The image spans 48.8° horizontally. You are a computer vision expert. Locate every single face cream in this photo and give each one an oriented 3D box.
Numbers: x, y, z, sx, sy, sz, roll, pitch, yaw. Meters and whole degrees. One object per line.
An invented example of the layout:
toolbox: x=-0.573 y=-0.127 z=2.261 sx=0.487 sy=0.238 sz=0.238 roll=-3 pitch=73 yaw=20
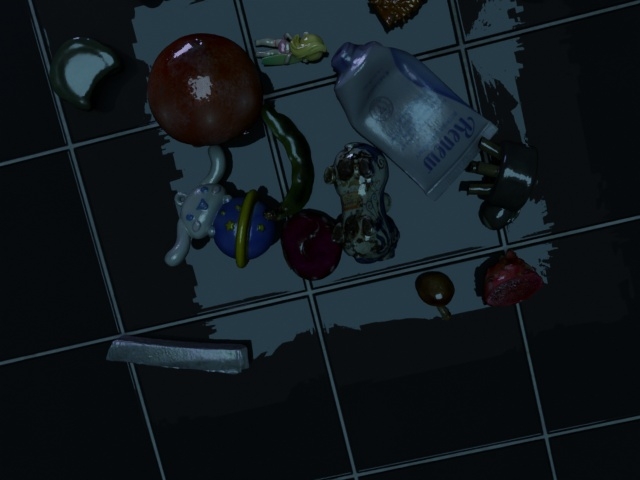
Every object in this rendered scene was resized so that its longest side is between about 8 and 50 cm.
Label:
face cream: x=0.198 y=-0.311 z=1.684 sx=0.420 sy=0.137 sz=0.235 roll=39 pitch=96 yaw=-14

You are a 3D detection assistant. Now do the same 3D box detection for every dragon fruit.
dragon fruit: x=0.449 y=0.084 z=1.717 sx=0.153 sy=0.153 sz=0.111 roll=-18 pitch=53 yaw=5

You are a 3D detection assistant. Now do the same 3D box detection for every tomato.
tomato: x=-0.264 y=-0.348 z=1.608 sx=0.265 sy=0.265 sz=0.265 roll=0 pitch=97 yaw=3

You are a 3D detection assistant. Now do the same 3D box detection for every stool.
stool: x=0.419 y=-0.135 z=1.655 sx=0.139 sy=0.153 sz=0.228 roll=13 pitch=98 yaw=1

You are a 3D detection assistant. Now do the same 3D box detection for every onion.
onion: x=0.000 y=0.003 z=1.708 sx=0.198 sy=0.135 sz=0.173 roll=-30 pitch=100 yaw=3

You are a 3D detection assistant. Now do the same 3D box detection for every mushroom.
mushroom: x=0.297 y=0.138 z=1.740 sx=0.088 sy=0.073 sz=0.129 roll=-36 pitch=99 yaw=-27

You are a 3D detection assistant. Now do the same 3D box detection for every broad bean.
broad bean: x=-0.080 y=-0.185 z=1.703 sx=0.144 sy=0.049 sz=0.292 roll=6 pitch=77 yaw=-34

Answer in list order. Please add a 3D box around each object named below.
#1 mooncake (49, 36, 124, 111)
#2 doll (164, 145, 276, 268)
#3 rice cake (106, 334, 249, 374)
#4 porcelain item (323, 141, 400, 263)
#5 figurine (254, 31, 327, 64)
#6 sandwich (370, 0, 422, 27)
mooncake: x=-0.558 y=-0.401 z=1.705 sx=0.175 sy=0.104 sz=0.168 roll=-20 pitch=92 yaw=3
doll: x=-0.223 y=-0.075 z=1.719 sx=0.242 sy=0.159 sz=0.311 roll=2 pitch=78 yaw=16
rice cake: x=-0.361 y=0.291 z=1.803 sx=0.365 sy=0.056 sz=0.073 roll=4 pitch=103 yaw=3
porcelain item: x=0.117 y=-0.088 z=1.678 sx=0.138 sy=0.186 sz=0.288 roll=-12 pitch=80 yaw=37
figurine: x=-0.072 y=-0.458 z=1.688 sx=0.187 sy=0.083 sz=0.083 roll=5 pitch=98 yaw=12
sandwich: x=0.169 y=-0.612 z=1.643 sx=0.185 sy=0.109 sz=0.160 roll=43 pitch=117 yaw=-4
